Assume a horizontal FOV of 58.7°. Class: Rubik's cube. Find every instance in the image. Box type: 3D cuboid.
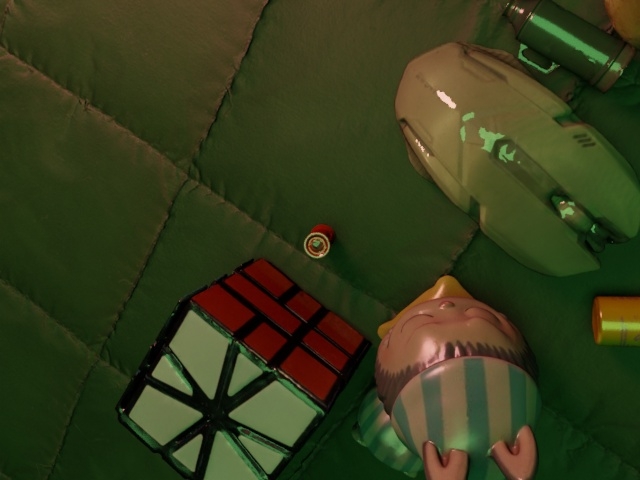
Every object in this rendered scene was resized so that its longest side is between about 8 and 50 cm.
[{"bbox_3d":[-0.124,0.238,0.995,0.293,0.283,0.288,40,113,9],"label":"Rubik's cube"}]

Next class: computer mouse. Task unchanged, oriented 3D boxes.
[{"bbox_3d":[0.281,-0.122,0.850,0.429,0.145,0.228,44,110,4],"label":"computer mouse"}]

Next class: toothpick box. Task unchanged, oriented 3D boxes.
[{"bbox_3d":[0.000,0.000,1.002,0.047,0.083,0.047,2,103,8],"label":"toothpick box"}]

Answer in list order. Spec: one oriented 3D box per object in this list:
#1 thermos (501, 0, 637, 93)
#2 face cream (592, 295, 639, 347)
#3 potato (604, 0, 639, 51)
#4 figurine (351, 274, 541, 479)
[{"bbox_3d":[0.350,-0.290,0.826,0.187,0.073,0.083,35,144,9],"label":"thermos"},{"bbox_3d":[0.560,0.124,0.850,0.273,0.078,0.078,-1,103,18],"label":"face cream"},{"bbox_3d":[0.519,-0.298,0.710,0.307,0.173,0.210,36,117,3],"label":"potato"},{"bbox_3d":[0.160,0.276,0.862,0.266,0.377,0.361,32,109,9],"label":"figurine"}]
